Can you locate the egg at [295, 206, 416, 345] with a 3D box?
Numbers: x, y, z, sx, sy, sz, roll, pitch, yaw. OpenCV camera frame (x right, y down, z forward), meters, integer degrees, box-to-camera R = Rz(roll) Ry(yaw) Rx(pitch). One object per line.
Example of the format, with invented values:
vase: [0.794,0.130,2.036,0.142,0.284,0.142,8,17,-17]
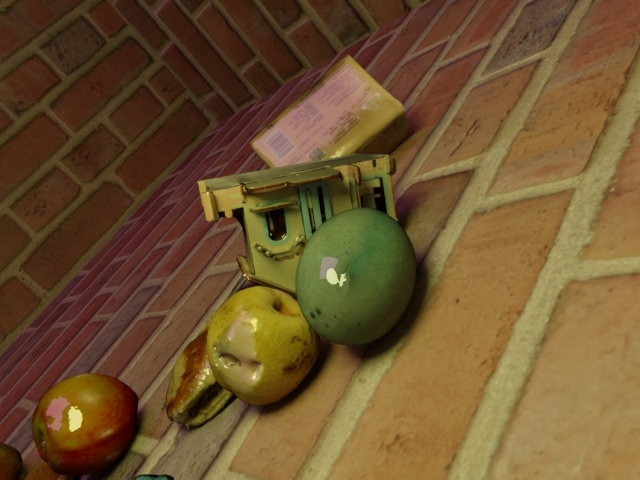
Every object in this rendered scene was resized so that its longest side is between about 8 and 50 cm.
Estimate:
egg: [0.052,0.047,0.932,0.169,0.169,0.236,-28,26,33]

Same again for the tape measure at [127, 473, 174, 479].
tape measure: [-0.265,0.401,0.928,0.125,0.081,0.146,-28,25,39]

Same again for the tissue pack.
tissue pack: [0.035,-0.218,1.487,0.305,0.238,0.238,-41,21,2]

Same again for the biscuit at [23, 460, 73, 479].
biscuit: [-0.580,0.535,1.271,0.202,0.044,0.289,-17,34,49]

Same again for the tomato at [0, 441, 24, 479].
tomato: [-0.814,0.536,1.404,0.303,0.239,0.303,-35,26,20]

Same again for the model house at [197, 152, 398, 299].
model house: [-0.024,-0.005,1.093,0.326,0.244,0.169,-12,19,-15]

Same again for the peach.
peach: [-0.433,0.340,1.218,0.197,0.197,0.197,-36,22,17]

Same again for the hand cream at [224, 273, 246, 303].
hand cream: [-0.153,0.068,1.341,0.079,0.050,0.275,-29,-16,-42]

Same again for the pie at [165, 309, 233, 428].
pie: [-0.206,0.224,1.136,0.205,0.084,0.179,-54,28,4]

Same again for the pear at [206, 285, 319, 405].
pear: [-0.090,0.162,0.981,0.178,0.178,0.178,-36,22,17]
